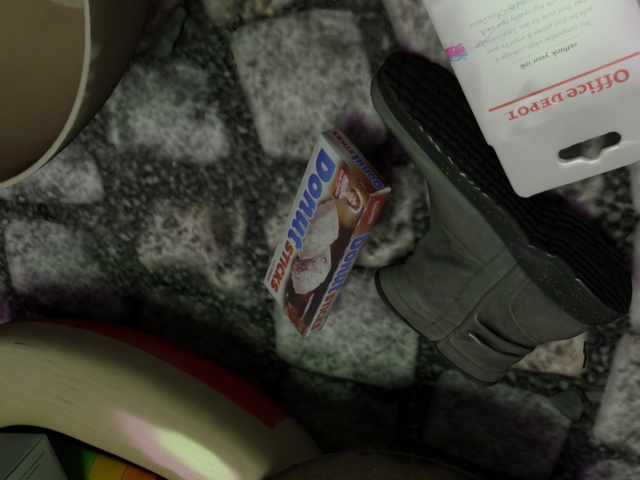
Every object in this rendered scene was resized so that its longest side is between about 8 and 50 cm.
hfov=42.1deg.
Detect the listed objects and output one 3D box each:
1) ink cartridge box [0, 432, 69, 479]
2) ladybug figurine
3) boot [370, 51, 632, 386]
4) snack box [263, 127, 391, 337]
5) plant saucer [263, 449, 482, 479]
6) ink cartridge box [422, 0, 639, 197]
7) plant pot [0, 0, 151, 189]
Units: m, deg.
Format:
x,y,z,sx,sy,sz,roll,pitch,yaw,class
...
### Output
x,y,z,sx,sy,sz,roll,pitch,yaw,class
-0.264,0.253,0.699,0.127,0.072,0.175,-5,116,25,ink cartridge box
-0.173,0.205,0.779,0.449,0.162,0.305,23,124,9,ladybug figurine
0.088,0.000,0.603,0.246,0.083,0.161,47,133,-5,boot
0.000,0.000,0.635,0.064,0.022,0.178,53,143,24,snack box
0.045,0.309,0.611,0.310,0.050,0.311,3,101,14,plant saucer
0.137,-0.137,0.504,0.115,0.067,0.198,-18,109,30,ink cartridge box
-0.222,-0.198,0.545,0.284,0.191,0.284,10,122,17,plant pot
